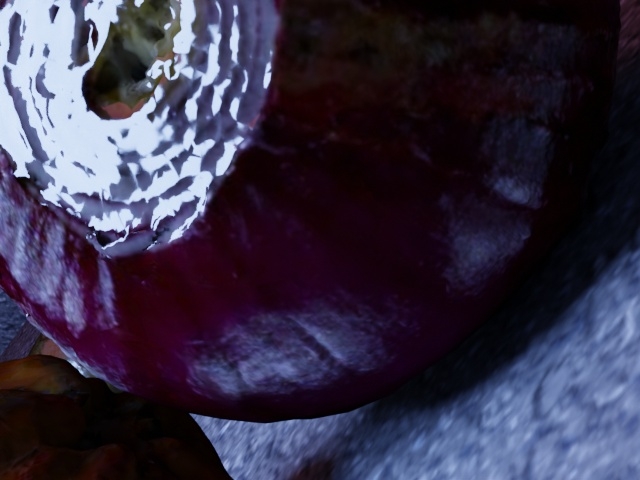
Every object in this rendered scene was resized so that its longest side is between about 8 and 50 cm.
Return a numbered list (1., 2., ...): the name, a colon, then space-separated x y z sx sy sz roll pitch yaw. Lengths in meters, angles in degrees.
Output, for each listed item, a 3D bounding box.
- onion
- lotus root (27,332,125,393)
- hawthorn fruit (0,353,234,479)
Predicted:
1. onion: -0.020 -0.043 0.717 0.282 0.336 0.260 6 -102 -75
2. lotus root: -0.191 0.101 1.374 0.241 0.123 0.124 -60 -17 -8
3. hawthorn fruit: -0.153 0.195 0.751 0.224 0.224 0.261 -118 51 -77
